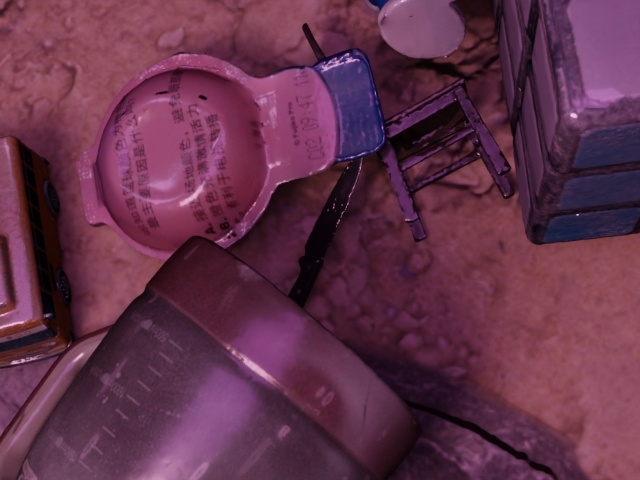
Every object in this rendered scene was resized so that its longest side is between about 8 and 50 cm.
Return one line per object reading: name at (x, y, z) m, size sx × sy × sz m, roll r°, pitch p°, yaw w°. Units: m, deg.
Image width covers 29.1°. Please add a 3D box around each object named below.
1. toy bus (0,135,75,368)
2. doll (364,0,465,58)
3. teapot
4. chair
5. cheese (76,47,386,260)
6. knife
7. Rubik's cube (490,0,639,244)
toy bus at (-0.273, 0.011, 1.059) m, size 0.091 × 0.103 × 0.182 m, roll -13°, pitch 74°, yaw 4°
doll at (0.073, -0.283, 1.048) m, size 0.161 × 0.215 × 0.256 m, roll 0°, pitch 55°, yaw -25°
teapot at (-0.132, 0.168, 0.949) m, size 0.312 × 0.233 × 0.315 m, roll -48°, pitch 41°, yaw -10°
chair at (0.074, -0.118, 1.064) m, size 0.101 × 0.084 × 0.212 m, roll -27°, pitch 73°, yaw 3°
cheese at (-0.084, -0.081, 1.054) m, size 0.286 × 0.074 × 0.188 m, roll -18°, pitch 80°, yaw 17°
knife at (0.000, 0.000, 1.050) m, size 0.023 × 0.010 × 0.170 m, roll 28°, pitch 100°, yaw 21°
Rubik's cube at (0.291, -0.189, 0.938) m, size 0.305 × 0.301 × 0.303 m, roll -9°, pitch 74°, yaw 4°
